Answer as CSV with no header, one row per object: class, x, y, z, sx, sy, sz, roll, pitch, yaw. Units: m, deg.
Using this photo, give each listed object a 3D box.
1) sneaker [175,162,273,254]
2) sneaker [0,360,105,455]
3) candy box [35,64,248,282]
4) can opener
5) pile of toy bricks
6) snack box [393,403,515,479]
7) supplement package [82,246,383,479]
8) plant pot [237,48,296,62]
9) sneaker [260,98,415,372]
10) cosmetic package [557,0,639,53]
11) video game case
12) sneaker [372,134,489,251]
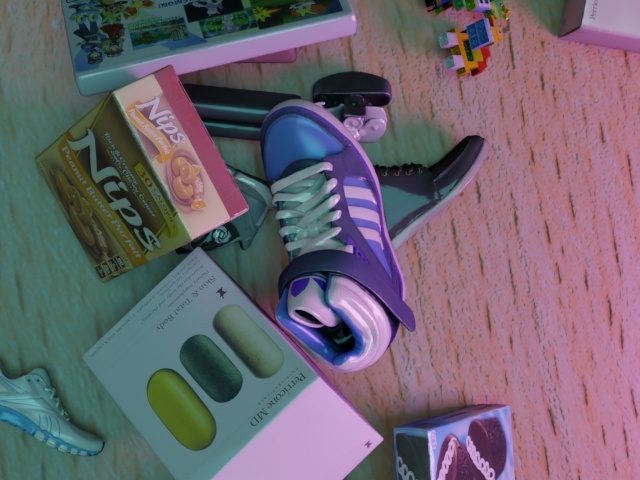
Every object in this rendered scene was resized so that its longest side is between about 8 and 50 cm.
sneaker,-0.178,-0.053,1.679,0.228,0.086,0.132,24,91,-7
sneaker,-0.353,0.208,1.676,0.190,0.071,0.083,28,83,-6
candy box,-0.219,-0.069,1.557,0.087,0.316,0.183,-31,95,-28
can opener,-0.048,-0.169,1.705,0.280,0.074,0.093,1,57,-7
pile of toy bricks,0.205,-0.328,1.714,0.105,0.118,0.212,-6,79,-44
snack box,0.180,0.382,1.683,0.187,0.060,0.322,-6,93,-49
supplement package,-0.105,0.188,1.573,0.199,0.198,0.262,-44,52,-3
plant pot,-0.081,-0.284,1.676,0.109,0.096,0.109,-1,92,-6
sneaker,0.000,0.001,1.575,0.130,0.236,0.323,-20,101,20
cosmetic package,0.483,-0.319,1.726,0.309,0.113,0.160,8,91,-7
video game case,-0.151,-0.314,1.603,0.328,0.036,0.300,-14,48,-6
sneaker,0.109,-0.081,1.706,0.222,0.083,0.118,-44,97,-2
